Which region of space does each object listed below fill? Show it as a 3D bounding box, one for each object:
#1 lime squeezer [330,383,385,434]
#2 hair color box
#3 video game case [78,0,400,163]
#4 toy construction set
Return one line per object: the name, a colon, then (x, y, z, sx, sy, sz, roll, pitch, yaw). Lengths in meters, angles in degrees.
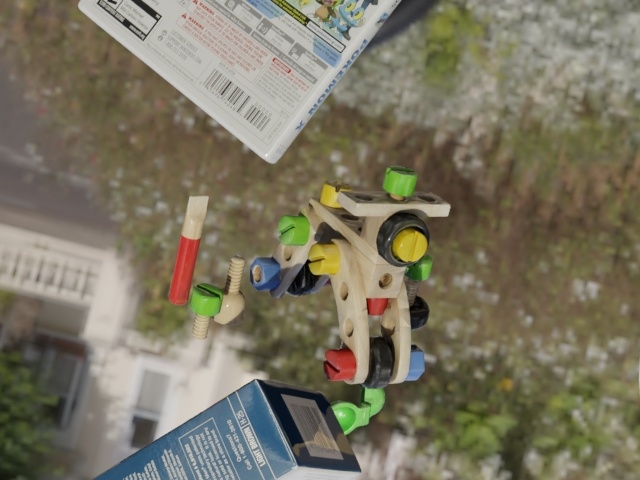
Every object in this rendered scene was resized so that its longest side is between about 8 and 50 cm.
lime squeezer: (0.022, 0.218, 2.082, 0.110, 0.059, 0.310, 35, -141, 12)
hair color box: (-0.149, 0.276, 1.570, 0.347, 0.105, 0.174, -33, 158, 15)
video game case: (-0.084, -0.302, 1.781, 0.329, 0.300, 0.036, 40, -175, 21)
toy construction set: (0.000, 0.000, 1.680, 0.308, 0.237, 0.257, 9, -153, -7)
